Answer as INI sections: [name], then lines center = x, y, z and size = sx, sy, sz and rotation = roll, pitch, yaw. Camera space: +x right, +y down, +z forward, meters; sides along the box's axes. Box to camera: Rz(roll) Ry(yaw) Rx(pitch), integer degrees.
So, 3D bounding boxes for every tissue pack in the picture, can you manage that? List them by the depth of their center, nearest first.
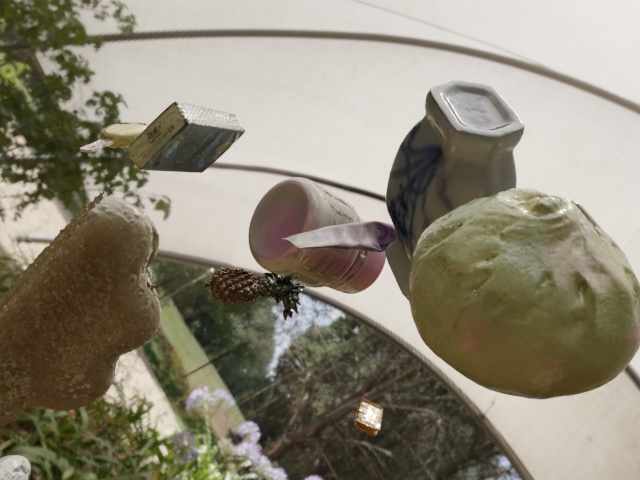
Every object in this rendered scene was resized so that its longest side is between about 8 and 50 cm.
[tissue pack]
center = -0.331, -0.252, 1.576
size = 0.081, 0.185, 0.257
rotation = 56, 23, 11

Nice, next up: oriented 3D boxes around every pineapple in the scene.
[pineapple]
center = -0.148, 0.113, 1.392
size = 0.083, 0.221, 0.103
rotation = 128, -31, -73

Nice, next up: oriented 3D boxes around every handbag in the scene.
[handbag]
center = 0.112, 0.412, 1.469
size = 0.061, 0.027, 0.083
rotation = 28, 24, -1

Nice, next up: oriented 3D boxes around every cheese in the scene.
[cheese]
center = -0.607, -0.295, 1.832
size = 0.127, 0.255, 0.050
rotation = 11, -65, 18

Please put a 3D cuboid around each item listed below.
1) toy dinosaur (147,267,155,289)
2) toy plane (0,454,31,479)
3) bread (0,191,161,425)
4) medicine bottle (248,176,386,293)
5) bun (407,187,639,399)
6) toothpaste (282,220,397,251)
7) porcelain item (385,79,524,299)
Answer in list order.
[toy dinosaur]
center = -0.646, 0.108, 2.250
size = 0.147, 0.076, 0.363
rotation = 51, -7, -30
[toy plane]
center = -0.739, 0.576, 1.403
size = 0.245, 0.117, 0.244
rotation = -8, 90, -66
[bread]
center = -0.318, 0.107, 0.803
size = 0.183, 0.337, 0.102
rotation = 42, -5, -20
[medicine bottle]
center = 0.000, 0.000, 1.663
size = 0.325, 0.256, 0.256
rotation = 24, 17, -43
[bun]
center = 0.243, 0.039, 0.734
size = 0.283, 0.283, 0.179
rotation = 50, -29, 39
[toothpaste]
center = 0.064, -0.004, 1.315
size = 0.075, 0.301, 0.048
rotation = 58, -42, 39
[porcelain item]
center = 0.231, -0.074, 1.157
size = 0.405, 0.179, 0.242
rotation = 96, -17, -45
